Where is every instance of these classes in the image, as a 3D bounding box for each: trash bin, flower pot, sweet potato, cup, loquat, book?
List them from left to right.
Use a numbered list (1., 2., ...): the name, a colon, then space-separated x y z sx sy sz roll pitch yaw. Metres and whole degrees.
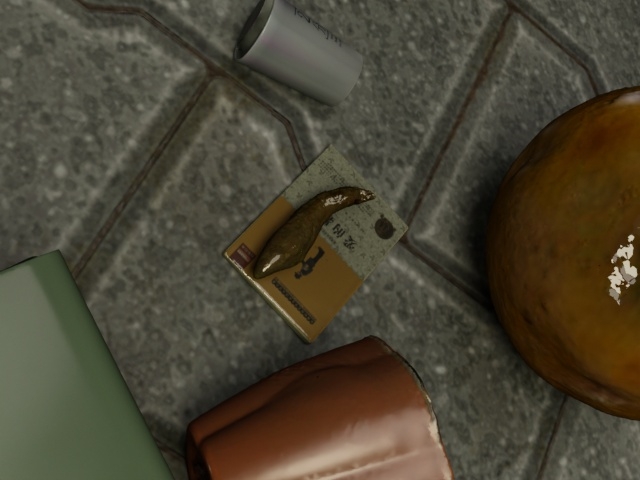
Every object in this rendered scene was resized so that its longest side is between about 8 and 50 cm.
1. trash bin: -0.197 0.201 0.582 0.223 0.158 0.343 -26 99 -32
2. cup: -0.022 -0.194 0.896 0.116 0.074 0.104 26 35 -24
3. sweet potato: -0.013 -0.011 0.840 0.041 0.038 0.153 42 58 14
4. flower pot: -0.009 0.189 0.723 0.173 0.190 0.190 -14 82 -20
5. book: 0.000 0.000 0.873 0.118 0.012 0.172 46 59 -7
6. loquat: 0.318 0.010 0.870 0.328 0.328 0.328 9 71 -26
